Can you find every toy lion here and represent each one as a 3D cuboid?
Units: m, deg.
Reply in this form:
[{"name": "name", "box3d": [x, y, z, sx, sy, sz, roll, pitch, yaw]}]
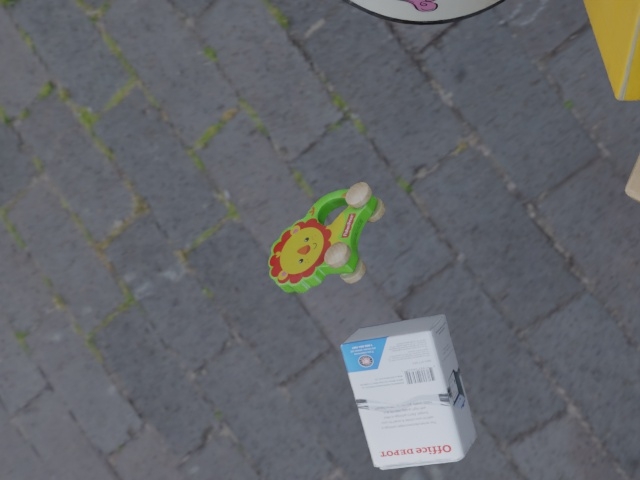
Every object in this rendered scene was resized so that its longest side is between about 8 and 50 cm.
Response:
[{"name": "toy lion", "box3d": [0.000, 0.000, 1.021, 0.096, 0.100, 0.034, -3, 146, 39]}]

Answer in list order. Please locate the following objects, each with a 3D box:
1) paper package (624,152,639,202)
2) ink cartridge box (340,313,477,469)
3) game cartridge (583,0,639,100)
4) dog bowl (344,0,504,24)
[{"name": "paper package", "box3d": [0.664, -0.134, 1.699, 0.325, 0.168, 0.309, 29, 100, 45]}, {"name": "ink cartridge box", "box3d": [0.125, 0.213, 1.637, 0.140, 0.082, 0.190, -11, 101, 24]}, {"name": "game cartridge", "box3d": [0.391, -0.387, 1.458, 0.053, 0.285, 0.323, -3, 142, -3]}, {"name": "dog bowl", "box3d": [0.146, -0.512, 1.584, 0.408, 0.150, 0.407, 1, 80, -6]}]
